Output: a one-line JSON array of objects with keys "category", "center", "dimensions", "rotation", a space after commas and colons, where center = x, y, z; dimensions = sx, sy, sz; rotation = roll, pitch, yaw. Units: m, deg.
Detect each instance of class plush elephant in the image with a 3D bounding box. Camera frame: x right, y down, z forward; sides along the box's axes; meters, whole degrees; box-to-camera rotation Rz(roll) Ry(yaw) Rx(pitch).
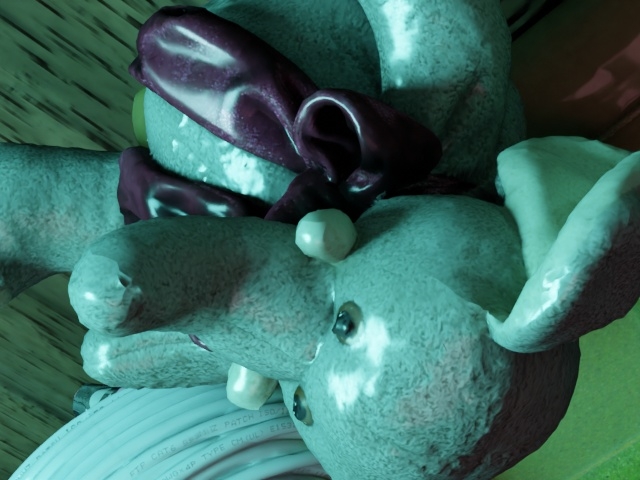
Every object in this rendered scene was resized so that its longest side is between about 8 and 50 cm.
[{"category": "plush elephant", "center": [0.000, 0.000, 0.726], "dimensions": [0.330, 0.255, 0.271], "rotation": [18, 118, -13]}]

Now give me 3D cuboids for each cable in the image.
[{"category": "cable", "center": [-0.069, 0.187, 1.041], "dimensions": [0.257, 0.089, 0.257], "rotation": [-41, 136, -8]}]

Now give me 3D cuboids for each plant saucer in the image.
[{"category": "plant saucer", "center": [0.127, 0.094, 1.034], "dimensions": [0.188, 0.045, 0.188], "rotation": [-34, 127, 7]}]

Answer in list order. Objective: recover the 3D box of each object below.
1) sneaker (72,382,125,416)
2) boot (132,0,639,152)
[{"category": "sneaker", "center": [-0.098, 0.114, 1.077], "dimensions": [0.057, 0.047, 0.119], "rotation": [8, 152, 38]}, {"category": "boot", "center": [0.082, -0.073, 0.888], "dimensions": [0.269, 0.089, 0.236], "rotation": [-36, 132, 25]}]
